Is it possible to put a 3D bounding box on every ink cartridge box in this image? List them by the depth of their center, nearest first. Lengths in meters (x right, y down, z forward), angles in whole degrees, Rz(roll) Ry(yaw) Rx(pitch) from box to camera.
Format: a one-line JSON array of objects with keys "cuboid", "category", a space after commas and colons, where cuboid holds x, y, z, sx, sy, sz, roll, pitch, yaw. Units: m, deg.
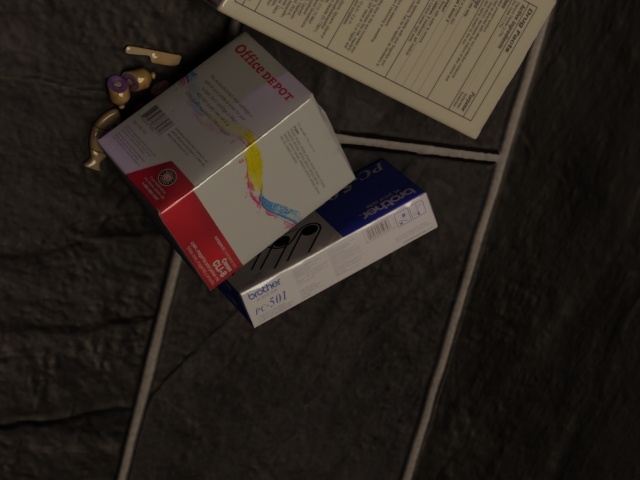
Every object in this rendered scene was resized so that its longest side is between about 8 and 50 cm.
[{"cuboid": [-0.083, -0.074, 1.778, 0.176, 0.128, 0.127, -37, 138, -6], "category": "ink cartridge box"}, {"cuboid": [0.000, 0.000, 1.886, 0.207, 0.097, 0.046, -29, 122, -12], "category": "ink cartridge box"}]

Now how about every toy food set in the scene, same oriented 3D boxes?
[{"cuboid": [-0.167, -0.116, 1.797, 0.078, 0.019, 0.122, 8, 109, -29], "category": "toy food set"}]

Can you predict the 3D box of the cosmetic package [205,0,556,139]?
[{"cuboid": [0.045, -0.232, 1.792, 0.309, 0.113, 0.160, 25, 101, -33], "category": "cosmetic package"}]
